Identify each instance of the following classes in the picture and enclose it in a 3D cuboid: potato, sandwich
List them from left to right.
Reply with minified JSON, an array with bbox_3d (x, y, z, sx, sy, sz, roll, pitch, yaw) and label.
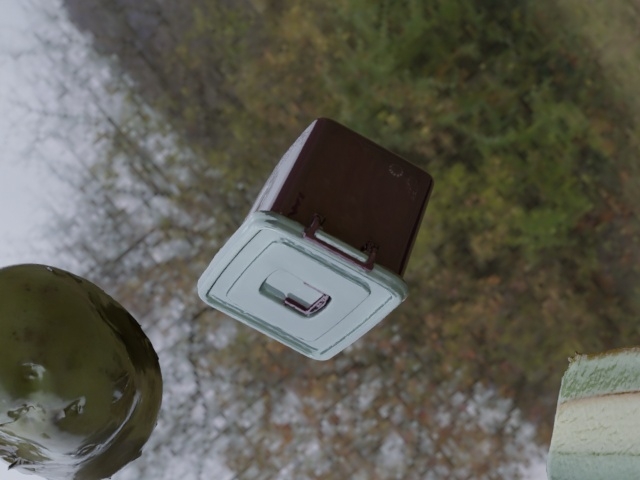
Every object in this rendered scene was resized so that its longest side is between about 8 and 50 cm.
[{"bbox_3d":[-0.211,0.103,1.099,0.165,0.165,0.262,53,178,16],"label":"potato"},{"bbox_3d":[0.312,0.168,1.218,0.227,0.155,0.198,11,164,13],"label":"sandwich"}]

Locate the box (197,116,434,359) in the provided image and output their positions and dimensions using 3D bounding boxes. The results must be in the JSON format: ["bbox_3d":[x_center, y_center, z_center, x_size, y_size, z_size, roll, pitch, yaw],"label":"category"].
[{"bbox_3d":[0.000,0.000,1.623,0.193,0.167,0.294,30,153,-8],"label":"box"}]
